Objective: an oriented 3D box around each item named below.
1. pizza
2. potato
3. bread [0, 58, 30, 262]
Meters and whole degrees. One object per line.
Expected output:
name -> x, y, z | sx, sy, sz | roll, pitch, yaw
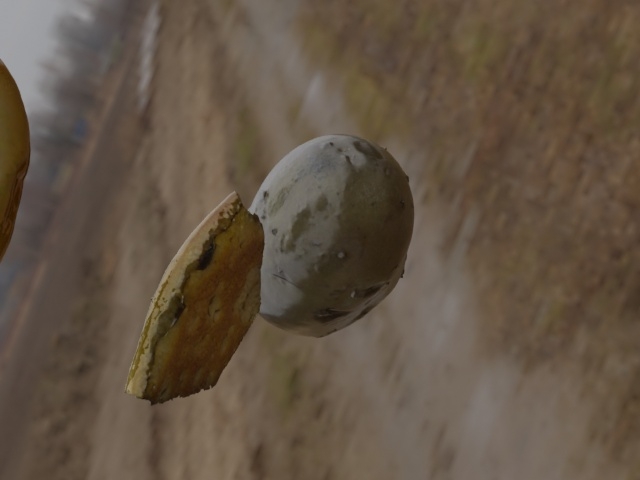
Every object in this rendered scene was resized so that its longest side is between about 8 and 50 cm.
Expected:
pizza -> -0.082, 0.045, 1.311 | 0.160, 0.035, 0.099 | -61, -27, -21
potato -> 0.000, 0.000, 1.757 | 0.262, 0.165, 0.165 | 104, -174, -73
bread -> -0.330, -0.030, 1.205 | 0.315, 0.270, 0.211 | -36, -25, -17
